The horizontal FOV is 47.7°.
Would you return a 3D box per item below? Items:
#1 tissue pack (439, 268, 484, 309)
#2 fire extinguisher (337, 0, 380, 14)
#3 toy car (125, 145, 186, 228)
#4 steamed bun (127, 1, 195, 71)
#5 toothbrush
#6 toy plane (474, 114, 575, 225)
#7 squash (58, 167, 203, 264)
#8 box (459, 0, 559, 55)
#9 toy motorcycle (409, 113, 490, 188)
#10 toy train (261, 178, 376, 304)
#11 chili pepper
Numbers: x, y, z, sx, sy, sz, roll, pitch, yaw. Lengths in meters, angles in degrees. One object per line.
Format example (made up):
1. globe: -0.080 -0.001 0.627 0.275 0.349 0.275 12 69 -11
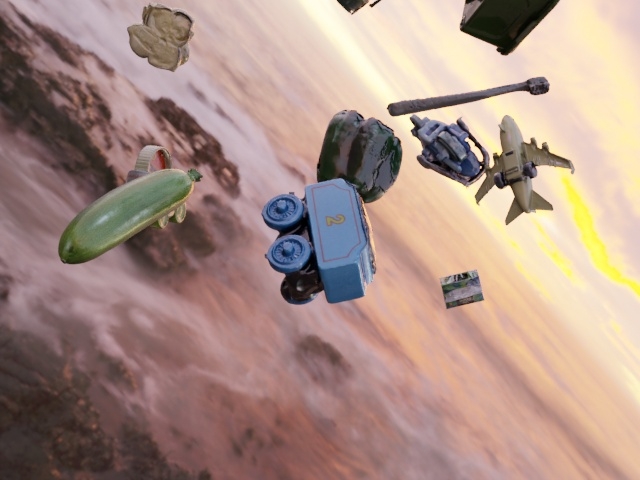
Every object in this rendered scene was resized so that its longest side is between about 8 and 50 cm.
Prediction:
1. tissue pack: 0.398 0.142 2.034 0.079 0.111 0.085 -83 157 -67
2. fire extinguisher: 0.157 -0.626 1.597 0.093 0.294 0.118 -6 66 -59
3. toy car: -0.469 -0.152 1.995 0.145 0.235 0.235 7 3 12
4. steamed bun: -0.462 -0.598 2.110 0.192 0.178 0.106 17 16 -2
5. toothbrush: 0.264 -0.255 1.293 0.031 0.297 0.030 -102 -177 -52
6. toy plane: 0.423 -0.162 1.561 0.092 0.229 0.244 6 69 -51
7. squash: -0.402 -0.070 1.554 0.107 0.107 0.395 49 46 3
8. box: 0.490 -0.657 1.857 0.177 0.253 0.329 13 -17 -8
9. toy motorcycle: 0.387 -0.266 2.267 0.319 0.182 0.241 -124 -162 -59
10. toy train: 0.000 0.000 1.794 0.188 0.265 0.300 75 3 -48
11. chili pepper: 0.104 -0.247 2.213 0.248 0.257 0.233 12 -16 31
